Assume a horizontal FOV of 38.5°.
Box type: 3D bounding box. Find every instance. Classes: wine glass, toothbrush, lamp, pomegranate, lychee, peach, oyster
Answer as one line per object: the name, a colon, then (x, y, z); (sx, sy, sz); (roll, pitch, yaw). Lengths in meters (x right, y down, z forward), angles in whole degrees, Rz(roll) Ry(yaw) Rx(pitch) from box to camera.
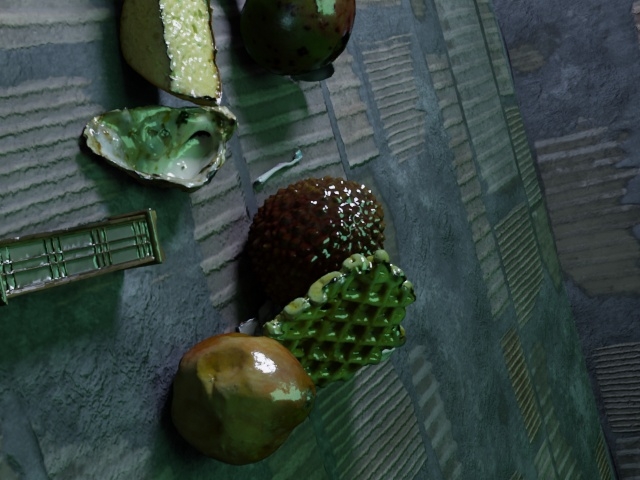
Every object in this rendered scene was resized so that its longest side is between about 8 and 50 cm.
wine glass: (-0.022, -0.462, 2.016); (0.103, 0.103, 0.222); (30, 52, -53)
toothbrush: (-0.082, -0.148, 1.875); (0.204, 0.017, 0.022); (-42, 127, -58)
lamp: (-0.353, 0.021, 1.269); (0.325, 0.090, 0.089); (-16, 94, -60)
pomegranate: (-0.085, -0.459, 1.830); (0.242, 0.306, 0.242); (-161, -90, -86)
lychee: (0.000, 0.000, 1.712); (0.267, 0.268, 0.267); (30, 55, -53)
peach: (-0.117, 0.250, 1.454); (0.214, 0.236, 0.214); (11, 76, -50)
oyster: (-0.265, -0.162, 1.504); (0.294, 0.094, 0.166); (6, 77, -41)

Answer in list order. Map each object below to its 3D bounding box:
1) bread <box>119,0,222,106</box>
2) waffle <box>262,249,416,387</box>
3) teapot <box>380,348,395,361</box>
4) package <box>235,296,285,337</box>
bread: (-0.256, -0.334, 1.527); (0.129, 0.134, 0.260); (-3, 78, -50)
waffle: (0.029, 0.157, 1.649); (0.073, 0.317, 0.297); (55, -10, 39)
teapot: (0.068, 0.169, 1.877); (0.222, 0.163, 0.178); (-2, 77, -61)
package: (-0.098, 0.195, 1.707); (0.232, 0.040, 0.166); (-54, 128, -63)
